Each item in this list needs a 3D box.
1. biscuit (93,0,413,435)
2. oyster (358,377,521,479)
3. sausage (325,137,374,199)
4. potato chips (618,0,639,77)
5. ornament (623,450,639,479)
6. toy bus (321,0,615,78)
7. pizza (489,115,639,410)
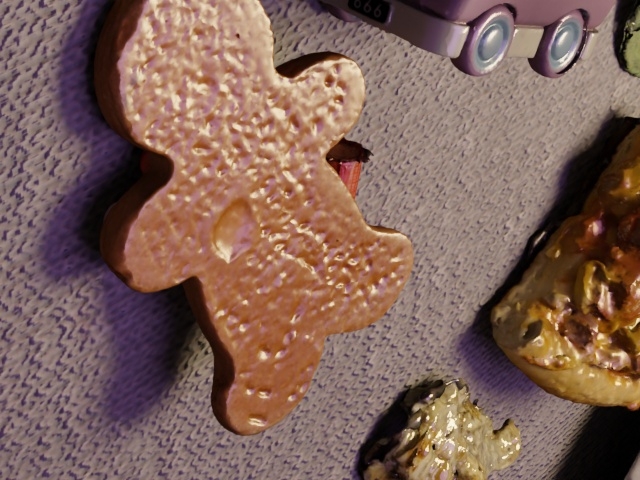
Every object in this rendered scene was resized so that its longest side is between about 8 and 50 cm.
[{"bbox_3d":[-0.049,-0.036,1.029,0.205,0.049,0.324,-44,134,-17],"label":"biscuit"},{"bbox_3d":[0.119,0.189,1.421,0.191,0.081,0.163,-30,130,-45],"label":"oyster"},{"bbox_3d":[0.000,0.000,1.148,0.048,0.050,0.145,-92,-168,-67],"label":"sausage"},{"bbox_3d":[0.356,-0.195,1.392,0.167,0.228,0.059,41,49,-39],"label":"potato chips"},{"bbox_3d":[0.435,0.297,1.724,0.239,0.240,0.239,-60,166,-6],"label":"ornament"},{"bbox_3d":[0.107,-0.192,1.073,0.202,0.142,0.142,-7,118,-51],"label":"toy bus"},{"bbox_3d":[0.324,0.020,1.503,0.409,0.114,0.277,-8,112,-36],"label":"pizza"}]
